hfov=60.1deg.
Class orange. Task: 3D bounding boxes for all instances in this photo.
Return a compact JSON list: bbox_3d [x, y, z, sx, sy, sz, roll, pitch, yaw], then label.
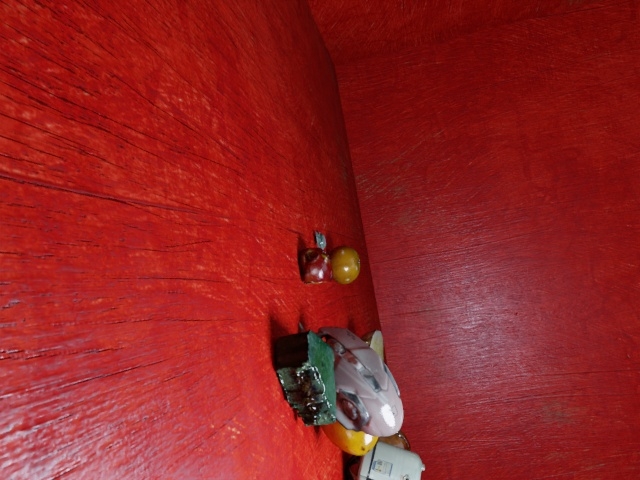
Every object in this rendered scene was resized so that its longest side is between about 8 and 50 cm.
[{"bbox_3d":[0.097,0.096,2.213,0.156,0.124,0.156,-12,90,-83],"label":"orange"}]

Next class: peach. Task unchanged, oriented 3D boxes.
[{"bbox_3d":[-0.007,0.091,1.739,0.172,0.093,0.127,59,19,-57],"label":"peach"}]

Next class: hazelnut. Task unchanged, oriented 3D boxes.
[{"bbox_3d":[0.277,0.848,2.288,0.212,0.181,0.180,-19,118,-70],"label":"hazelnut"}]

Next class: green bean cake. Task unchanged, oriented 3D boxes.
[{"bbox_3d":[-0.035,0.326,1.307,0.208,0.107,0.193,60,25,-60],"label":"green bean cake"}]

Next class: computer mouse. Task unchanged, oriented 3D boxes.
[{"bbox_3d":[0.079,0.340,1.462,0.389,0.200,0.115,47,-39,21],"label":"computer mouse"}]

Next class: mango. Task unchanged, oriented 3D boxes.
[{"bbox_3d":[0.081,0.463,1.548,0.290,0.191,0.159,-93,176,-52],"label":"mango"}]

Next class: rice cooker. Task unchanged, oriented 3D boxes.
[{"bbox_3d":[0.199,0.769,1.784,0.226,0.244,0.226,18,90,-82],"label":"rice cooker"}]

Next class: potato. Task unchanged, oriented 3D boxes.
[{"bbox_3d":[0.178,0.513,2.276,0.239,0.116,0.298,15,76,-71],"label":"potato"}]

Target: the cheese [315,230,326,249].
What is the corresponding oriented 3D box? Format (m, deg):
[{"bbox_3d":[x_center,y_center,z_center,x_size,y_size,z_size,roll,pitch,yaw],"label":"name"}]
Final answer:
[{"bbox_3d":[0.000,0.000,2.053,0.121,0.026,0.067,26,54,-77],"label":"cheese"}]
